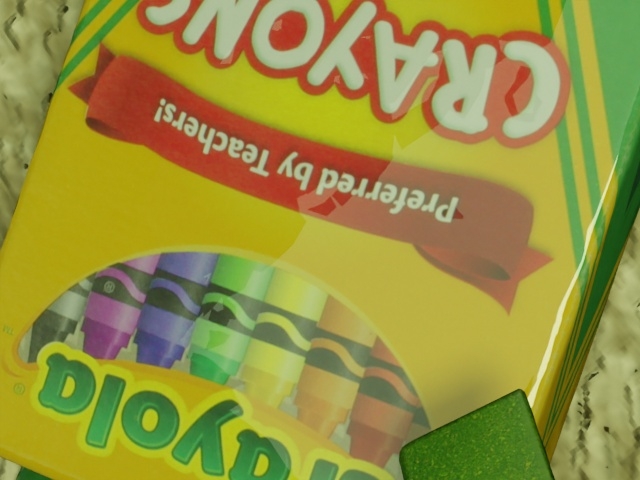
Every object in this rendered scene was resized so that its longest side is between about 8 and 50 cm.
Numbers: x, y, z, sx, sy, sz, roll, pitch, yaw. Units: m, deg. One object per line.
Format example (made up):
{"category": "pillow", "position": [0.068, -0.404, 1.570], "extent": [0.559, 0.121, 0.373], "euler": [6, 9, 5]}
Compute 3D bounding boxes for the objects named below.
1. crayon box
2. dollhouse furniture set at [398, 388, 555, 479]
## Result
{"category": "crayon box", "position": [0.000, 0.000, 0.557], "extent": [0.202, 0.081, 0.319], "euler": [19, 92, 18]}
{"category": "dollhouse furniture set", "position": [0.158, 0.156, 0.364], "extent": [0.197, 0.151, 0.301], "euler": [-25, 35, 9]}
